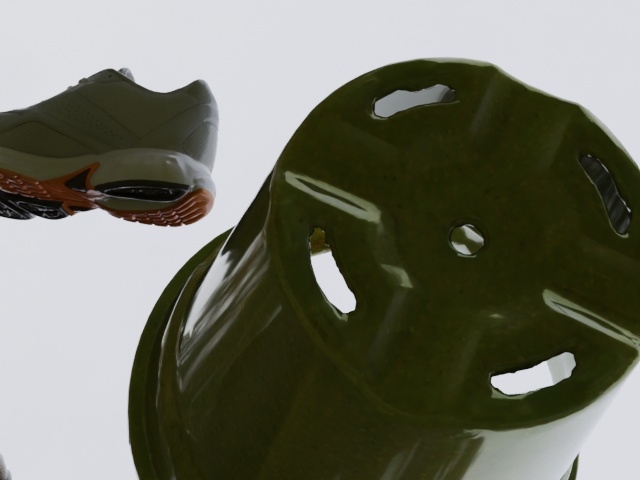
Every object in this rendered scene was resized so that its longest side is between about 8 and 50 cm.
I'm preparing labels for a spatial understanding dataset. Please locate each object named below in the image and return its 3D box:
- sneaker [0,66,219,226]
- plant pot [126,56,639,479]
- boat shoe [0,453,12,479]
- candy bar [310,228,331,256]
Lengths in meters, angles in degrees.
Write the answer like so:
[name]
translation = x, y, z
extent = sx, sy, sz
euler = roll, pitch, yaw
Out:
[sneaker]
translation = -0.201, -0.085, 1.063
extent = 0.262, 0.099, 0.121
euler = 6, -114, 11
[plant pot]
translation = 0.046, 0.047, 0.672
extent = 0.276, 0.276, 0.254
euler = 53, -24, 15
[boat shoe]
translation = -0.219, 0.168, 0.767
extent = 0.123, 0.342, 0.123
euler = 9, -126, 17
[candy bar]
translation = 0.000, 0.000, 1.344
extent = 0.161, 0.018, 0.040
euler = -16, -127, -1
